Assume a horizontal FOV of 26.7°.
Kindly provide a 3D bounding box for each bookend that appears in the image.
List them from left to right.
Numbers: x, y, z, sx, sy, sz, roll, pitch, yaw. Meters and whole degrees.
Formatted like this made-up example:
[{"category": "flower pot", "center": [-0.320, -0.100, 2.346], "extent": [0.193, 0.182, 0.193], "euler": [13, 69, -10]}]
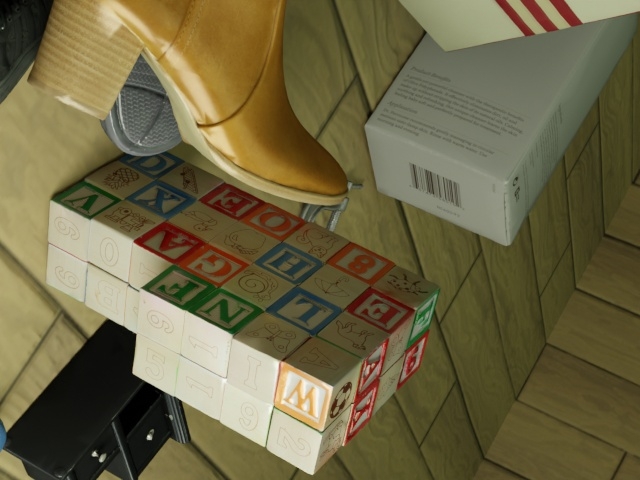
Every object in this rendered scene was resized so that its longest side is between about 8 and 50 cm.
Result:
[{"category": "bookend", "center": [-0.202, 0.184, 1.243], "extent": [0.157, 0.072, 0.156], "euler": [-51, 154, -31]}]

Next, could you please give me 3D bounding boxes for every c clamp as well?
[{"category": "c clamp", "center": [0.000, 0.000, 1.572], "extent": [0.160, 0.022, 0.137], "euler": [-67, 158, 2]}]

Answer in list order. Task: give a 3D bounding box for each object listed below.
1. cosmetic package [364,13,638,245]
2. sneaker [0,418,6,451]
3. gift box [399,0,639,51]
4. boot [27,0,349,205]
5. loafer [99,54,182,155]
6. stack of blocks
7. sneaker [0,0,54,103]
[{"category": "cosmetic package", "center": [0.231, -0.203, 1.658], "extent": [0.365, 0.197, 0.155], "euler": [-55, 155, -22]}, {"category": "sneaker", "center": [-0.300, 0.197, 1.029], "extent": [0.209, 0.082, 0.069], "euler": [-29, 136, -58]}, {"category": "gift box", "center": [0.131, -0.320, 1.130], "extent": [0.258, 0.276, 0.255], "euler": [40, 48, -45]}, {"category": "boot", "center": [-0.047, -0.157, 0.959], "extent": [0.295, 0.104, 0.211], "euler": [22, 100, -40]}, {"category": "loafer", "center": [-0.137, -0.215, 0.995], "extent": [0.109, 0.095, 0.302], "euler": [-8, 120, -31]}, {"category": "stack of blocks", "center": [-0.078, 0.044, 1.080], "extent": [0.171, 0.297, 0.087], "euler": [-37, 147, -48]}, {"category": "sneaker", "center": [-0.221, -0.145, 0.895], "extent": [0.170, 0.051, 0.089], "euler": [-59, 160, -10]}]
